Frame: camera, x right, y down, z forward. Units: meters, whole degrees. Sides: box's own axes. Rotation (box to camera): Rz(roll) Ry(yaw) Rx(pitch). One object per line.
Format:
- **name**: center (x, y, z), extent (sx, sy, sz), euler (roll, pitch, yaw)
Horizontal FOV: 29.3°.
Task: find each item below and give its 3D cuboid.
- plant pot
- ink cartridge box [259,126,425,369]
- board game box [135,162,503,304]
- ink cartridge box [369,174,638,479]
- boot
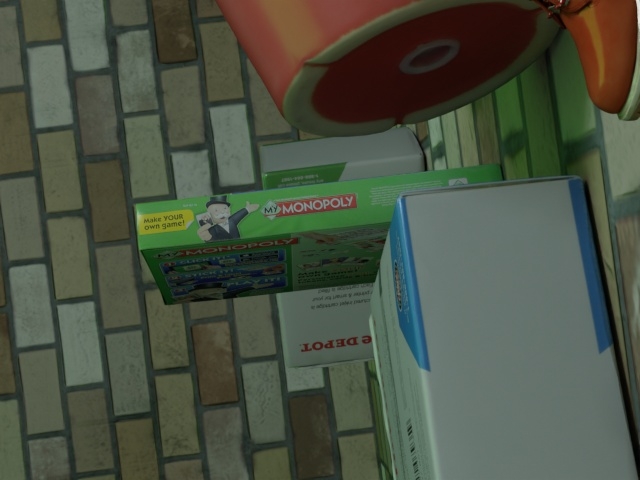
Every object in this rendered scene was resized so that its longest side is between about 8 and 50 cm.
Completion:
- **plant pot**: center (0.031, -0.220, 0.827), extent (0.275, 0.275, 0.243), euler (92, 160, -72)
- **ink cartridge box**: center (0.037, 0.011, 1.591), extent (0.117, 0.202, 0.278), euler (-102, 5, -66)
- **board game box**: center (0.000, 0.000, 1.146), extent (0.213, 0.318, 0.046), euler (94, 170, -73)
- **ink cartridge box**: center (0.120, 0.106, 0.908), extent (0.307, 0.129, 0.223), euler (94, 168, -75)
- **boot**: center (0.127, -0.135, 0.645), extent (0.059, 0.085, 0.157), euler (104, 157, -78)
